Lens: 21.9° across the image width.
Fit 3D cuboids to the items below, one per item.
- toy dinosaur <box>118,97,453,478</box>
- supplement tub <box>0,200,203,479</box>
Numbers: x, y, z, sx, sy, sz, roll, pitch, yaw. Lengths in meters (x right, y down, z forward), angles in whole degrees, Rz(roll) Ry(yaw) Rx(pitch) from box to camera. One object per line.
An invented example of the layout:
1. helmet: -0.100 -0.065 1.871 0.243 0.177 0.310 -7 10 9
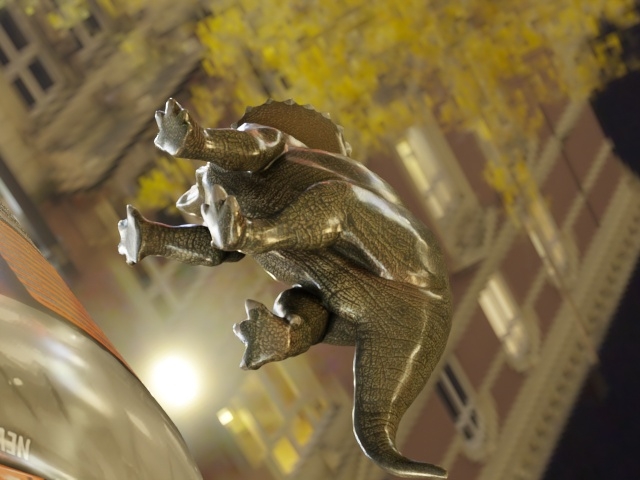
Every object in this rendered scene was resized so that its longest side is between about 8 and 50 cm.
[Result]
1. toy dinosaur: 0.000 0.000 0.865 0.160 0.121 0.313 -4 -152 -37
2. supplement tub: -0.142 0.072 0.442 0.193 0.194 0.316 -35 -153 -9
